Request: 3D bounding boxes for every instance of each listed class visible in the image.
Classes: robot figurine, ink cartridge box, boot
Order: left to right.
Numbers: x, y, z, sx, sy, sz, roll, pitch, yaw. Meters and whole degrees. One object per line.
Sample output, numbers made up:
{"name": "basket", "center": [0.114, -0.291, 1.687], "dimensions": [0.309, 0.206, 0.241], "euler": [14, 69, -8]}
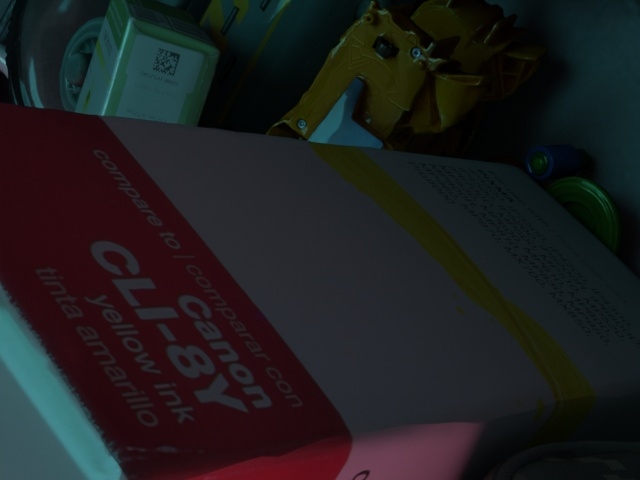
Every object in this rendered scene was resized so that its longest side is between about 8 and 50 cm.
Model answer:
{"name": "ink cartridge box", "center": [-0.121, -0.015, 0.768], "dimensions": [0.171, 0.056, 0.235], "euler": [-125, 54, -71]}
{"name": "boot", "center": [-0.130, -0.219, 1.043], "dimensions": [0.223, 0.118, 0.338], "euler": [-22, 65, 42]}
{"name": "ink cartridge box", "center": [-0.040, 0.109, 0.550], "dimensions": [0.160, 0.385, 0.279], "euler": [47, 117, 28]}
{"name": "robot figurine", "center": [0.000, 0.000, 0.740], "dimensions": [0.085, 0.211, 0.291], "euler": [37, 116, 12]}

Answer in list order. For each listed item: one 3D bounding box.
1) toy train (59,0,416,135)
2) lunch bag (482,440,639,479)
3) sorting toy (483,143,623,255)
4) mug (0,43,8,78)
{"name": "toy train", "center": [-0.039, -0.138, 0.878], "dimensions": [0.190, 0.142, 0.334], "euler": [49, 115, 36]}
{"name": "lunch bag", "center": [0.124, 0.255, 0.451], "dimensions": [0.256, 0.213, 0.305], "euler": [-64, 37, 32]}
{"name": "sorting toy", "center": [0.120, -0.019, 0.697], "dimensions": [0.102, 0.042, 0.061], "euler": [22, 111, 42]}
{"name": "mug", "center": [-0.407, -0.067, 1.255], "dimensions": [0.374, 0.276, 0.328], "euler": [-8, 74, 20]}
